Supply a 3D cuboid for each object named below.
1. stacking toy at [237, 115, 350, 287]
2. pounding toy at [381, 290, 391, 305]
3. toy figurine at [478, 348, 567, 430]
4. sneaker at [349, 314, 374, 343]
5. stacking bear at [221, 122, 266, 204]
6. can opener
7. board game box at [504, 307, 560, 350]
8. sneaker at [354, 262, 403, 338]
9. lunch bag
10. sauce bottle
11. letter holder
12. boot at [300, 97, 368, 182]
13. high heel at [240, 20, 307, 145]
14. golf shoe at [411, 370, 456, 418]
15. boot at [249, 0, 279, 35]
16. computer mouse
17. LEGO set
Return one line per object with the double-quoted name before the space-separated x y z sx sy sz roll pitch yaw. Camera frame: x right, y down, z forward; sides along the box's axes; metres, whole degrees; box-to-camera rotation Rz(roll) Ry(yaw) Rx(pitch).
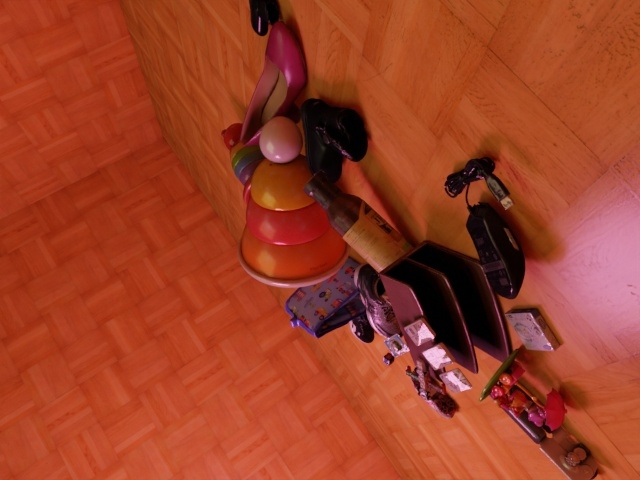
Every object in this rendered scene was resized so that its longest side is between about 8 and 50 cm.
"stacking toy" -0.086 -0.135 1.548 0.350 0.351 0.480 43 146 41
"pounding toy" 0.241 0.147 1.460 0.130 0.100 0.141 46 167 -9
"toy figurine" 0.445 0.348 1.166 0.159 0.130 0.173 39 139 26
"sneaker" 0.156 0.297 1.951 0.217 0.079 0.121 65 163 -17
"stacking bear" -0.259 -0.303 1.956 0.289 0.175 0.164 59 167 22
"can opener" 0.502 0.435 1.234 0.280 0.074 0.093 48 161 31
"board game box" 0.428 0.181 1.091 0.090 0.020 0.090 59 163 0
"sneaker" 0.197 0.195 1.617 0.268 0.101 0.153 64 165 -10
"lunch bag" 0.025 0.193 1.769 0.221 0.293 0.138 34 150 54
"sauce bottle" 0.101 -0.036 1.364 0.344 0.111 0.111 43 162 2
"letter holder" 0.297 0.183 1.244 0.214 0.152 0.301 25 144 57
"boot" 0.040 -0.224 1.338 0.207 0.094 0.246 41 150 53
"high heel" -0.139 -0.387 1.405 0.127 0.181 0.377 50 162 24
"golf shoe" 0.362 0.508 1.765 0.186 0.067 0.086 48 162 29
"boot" -0.136 -0.557 1.341 0.099 0.045 0.121 44 154 40
"computer mouse" 0.322 -0.029 0.964 0.184 0.060 0.262 112 136 -74
"LEGO set" 0.242 0.283 1.266 0.182 0.060 0.244 53 148 8
